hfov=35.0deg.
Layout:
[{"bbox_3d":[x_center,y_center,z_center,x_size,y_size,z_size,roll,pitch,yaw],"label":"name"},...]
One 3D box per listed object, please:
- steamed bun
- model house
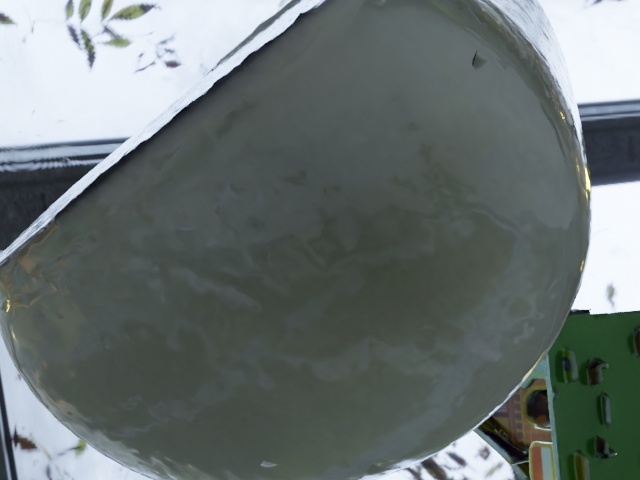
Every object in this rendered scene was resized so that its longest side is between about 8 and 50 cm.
[{"bbox_3d":[0.000,0.000,0.416,0.241,0.146,0.164,-35,-74,24],"label":"steamed bun"},{"bbox_3d":[0.286,0.253,1.232,0.300,0.323,0.340,-2,-95,-33],"label":"model house"}]
